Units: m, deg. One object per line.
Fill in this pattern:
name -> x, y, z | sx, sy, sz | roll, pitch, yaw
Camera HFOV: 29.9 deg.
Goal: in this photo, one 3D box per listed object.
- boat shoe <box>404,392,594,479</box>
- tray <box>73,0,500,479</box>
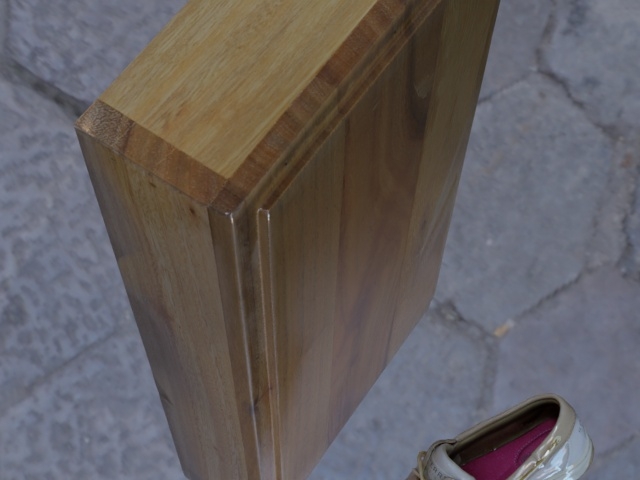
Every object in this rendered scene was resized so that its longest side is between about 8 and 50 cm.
boat shoe -> 0.083, 0.145, 0.726 | 0.170, 0.063, 0.059 | -32, 130, -5
tray -> 0.000, 0.000, 0.616 | 0.203, 0.076, 0.411 | -52, 163, -23
